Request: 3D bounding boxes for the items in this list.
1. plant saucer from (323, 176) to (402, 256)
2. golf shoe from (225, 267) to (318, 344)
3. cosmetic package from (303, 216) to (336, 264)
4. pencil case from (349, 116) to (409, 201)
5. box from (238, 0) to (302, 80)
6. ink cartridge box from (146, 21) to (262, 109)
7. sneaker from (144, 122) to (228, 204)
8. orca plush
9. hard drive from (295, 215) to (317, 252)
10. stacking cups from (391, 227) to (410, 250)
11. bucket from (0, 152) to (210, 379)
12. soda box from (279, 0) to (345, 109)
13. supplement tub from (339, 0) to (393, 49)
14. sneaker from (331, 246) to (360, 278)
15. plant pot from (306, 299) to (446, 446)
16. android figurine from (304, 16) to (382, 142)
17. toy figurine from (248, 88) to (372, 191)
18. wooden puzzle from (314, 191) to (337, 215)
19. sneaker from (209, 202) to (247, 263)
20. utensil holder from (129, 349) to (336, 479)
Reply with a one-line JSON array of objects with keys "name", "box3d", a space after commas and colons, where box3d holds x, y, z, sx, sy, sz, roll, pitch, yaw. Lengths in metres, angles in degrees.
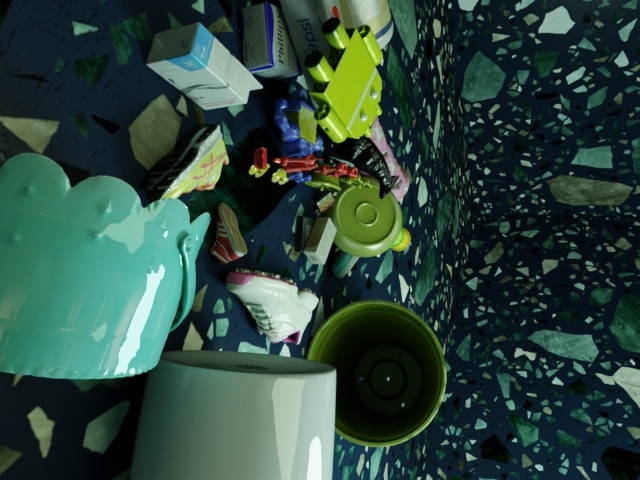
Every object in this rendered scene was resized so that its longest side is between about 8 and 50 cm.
[{"name": "plant saucer", "box3d": [0.128, -0.073, 1.256, 0.037, 0.241, 0.241, 143, -45, -76]}, {"name": "golf shoe", "box3d": [-0.103, 0.151, 0.955, 0.306, 0.115, 0.140, 36, 64, -55]}, {"name": "cosmetic package", "box3d": [0.000, 0.000, 1.150, 0.060, 0.041, 0.115, 59, 43, -45]}, {"name": "pencil case", "box3d": [0.159, -0.258, 1.357, 0.167, 0.160, 0.386, -60, 145, -10]}, {"name": "box", "box3d": [-0.105, -0.428, 0.950, 0.137, 0.072, 0.126, -20, 108, -59]}, {"name": "ink cartridge box", "box3d": [-0.194, -0.287, 0.762, 0.180, 0.104, 0.060, 30, 65, -58]}, {"name": "sneaker", "box3d": [-0.217, -0.116, 0.757, 0.208, 0.081, 0.094, -61, 144, -40]}, {"name": "orca plush", "box3d": [0.081, -0.224, 1.128, 0.287, 0.151, 0.102, 53, 10, -8]}, {"name": "hard drive", "box3d": [-0.022, -0.013, 1.177, 0.135, 0.022, 0.094, 6, 86, -61]}, {"name": "stacking cups", "box3d": [0.223, -0.038, 1.575, 0.316, 0.096, 0.096, 21, 73, -55]}, {"name": "bucket", "box3d": [-0.273, 0.024, 0.478, 0.281, 0.281, 0.183, 24, 80, -59]}, {"name": "soda box", "box3d": [0.003, -0.440, 0.969, 0.286, 0.098, 0.091, 67, 35, -44]}, {"name": "supplement tub", "box3d": [0.030, -0.603, 1.024, 0.228, 0.228, 0.316, -65, 143, -36]}, {"name": "sneaker", "box3d": [0.091, -0.036, 1.318, 0.302, 0.121, 0.108, -62, -178, -12]}, {"name": "plant pot", "box3d": [0.178, 0.398, 1.284, 0.353, 0.366, 0.366, 57, 43, -64]}, {"name": "android figurine", "box3d": [0.065, -0.335, 0.954, 0.273, 0.056, 0.248, 42, 69, -52]}, {"name": "toy figurine", "box3d": [-0.011, -0.247, 1.028, 0.362, 0.191, 0.217, 5, 82, -62]}, {"name": "wooden puzzle", "box3d": [0.014, -0.105, 1.206, 0.083, 0.006, 0.049, -40, 147, -5]}, {"name": "sneaker", "box3d": [-0.193, -0.011, 0.858, 0.042, 0.067, 0.118, 10, 53, -59]}, {"name": "utensil holder", "box3d": [-0.136, 0.386, 0.690, 0.327, 0.327, 0.385, 24, 69, -59]}]
